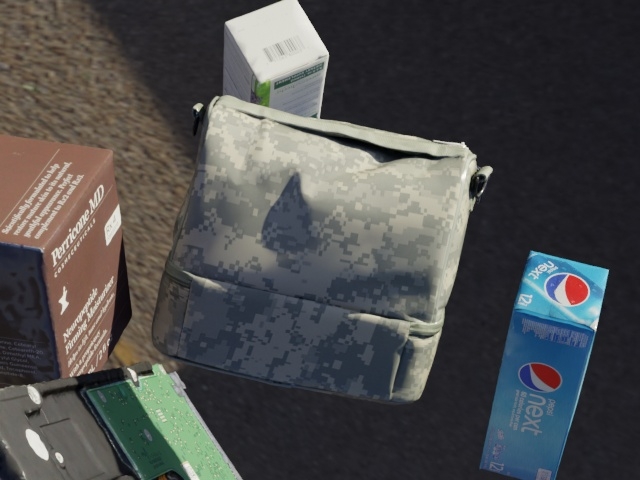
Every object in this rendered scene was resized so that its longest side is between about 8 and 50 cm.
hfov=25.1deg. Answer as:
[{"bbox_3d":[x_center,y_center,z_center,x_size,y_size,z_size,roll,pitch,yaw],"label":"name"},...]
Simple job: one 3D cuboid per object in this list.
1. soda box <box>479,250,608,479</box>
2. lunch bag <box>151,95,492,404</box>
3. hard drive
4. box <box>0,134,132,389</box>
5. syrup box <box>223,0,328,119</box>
[{"bbox_3d":[0.182,0.110,1.183,0.067,0.071,0.210,14,136,9],"label":"soda box"},{"bbox_3d":[0.000,0.000,1.461,0.305,0.212,0.256,13,112,2],"label":"lunch bag"},{"bbox_3d":[-0.089,0.185,0.798,0.064,0.339,0.237,-34,84,7],"label":"hard drive"},{"bbox_3d":[-0.290,0.031,1.350,0.167,0.168,0.203,9,128,13],"label":"box"},{"bbox_3d":[-0.058,-0.178,1.733,0.093,0.237,0.096,-23,67,-15],"label":"syrup box"}]
